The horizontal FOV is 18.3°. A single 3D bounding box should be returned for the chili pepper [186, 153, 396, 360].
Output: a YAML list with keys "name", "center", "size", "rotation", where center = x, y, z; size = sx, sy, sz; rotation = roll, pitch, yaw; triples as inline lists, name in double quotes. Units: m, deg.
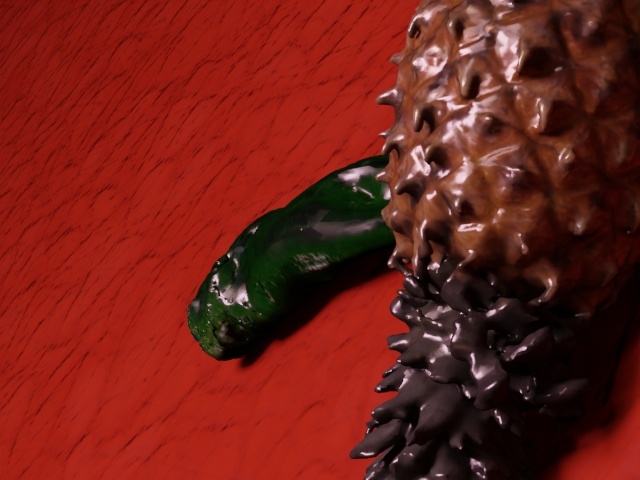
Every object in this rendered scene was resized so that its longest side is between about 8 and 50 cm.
- name: "chili pepper"
  center: [-0.002, -0.001, 1.222]
  size: [0.224, 0.061, 0.098]
  rotation: [-37, 20, 40]

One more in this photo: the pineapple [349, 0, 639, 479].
- name: "pineapple"
  center: [0.082, 0.013, 0.930]
  size: [0.158, 0.157, 0.279]
  rotation: [-9, 62, 61]
